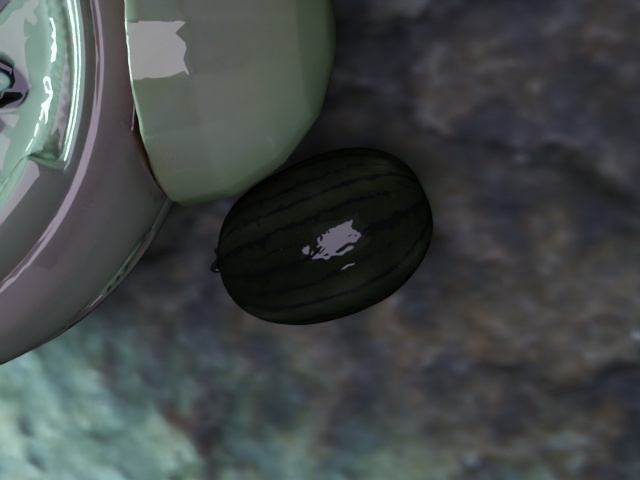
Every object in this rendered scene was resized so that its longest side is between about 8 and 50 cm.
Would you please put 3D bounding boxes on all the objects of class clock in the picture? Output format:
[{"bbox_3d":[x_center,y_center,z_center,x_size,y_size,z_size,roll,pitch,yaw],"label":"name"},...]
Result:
[{"bbox_3d":[-0.194,-0.088,0.707,0.342,0.184,0.326,40,106,-2],"label":"clock"}]

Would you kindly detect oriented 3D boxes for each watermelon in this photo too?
[{"bbox_3d":[0.000,0.000,0.722,0.111,0.078,0.078,-23,96,25],"label":"watermelon"}]
